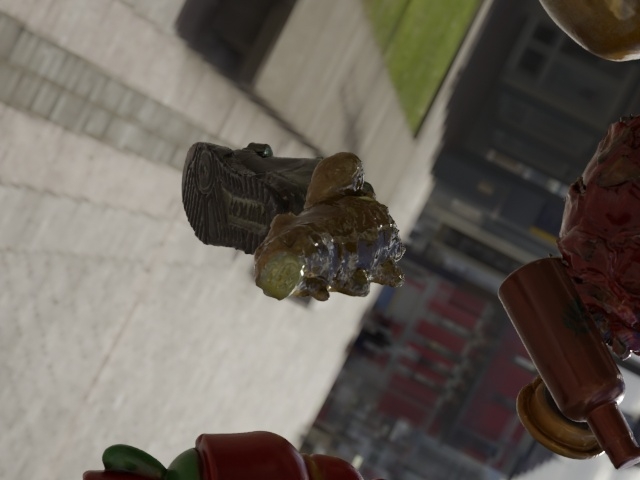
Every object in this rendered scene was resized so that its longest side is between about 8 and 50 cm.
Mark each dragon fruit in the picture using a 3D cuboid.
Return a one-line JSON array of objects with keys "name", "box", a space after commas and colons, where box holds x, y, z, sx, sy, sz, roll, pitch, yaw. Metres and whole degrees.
[{"name": "dragon fruit", "box": [0.431, -0.009, 2.039, 0.342, 0.277, 0.277, -62, 175, 6]}]

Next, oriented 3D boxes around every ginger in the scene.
[{"name": "ginger", "box": [0.010, 0.007, 1.436, 0.205, 0.081, 0.115, -50, 124, -49]}]

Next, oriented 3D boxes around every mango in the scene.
[{"name": "mango", "box": [0.347, -0.406, 2.159, 0.199, 0.384, 0.221, -36, 176, 33]}]

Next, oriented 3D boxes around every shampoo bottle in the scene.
[{"name": "shampoo bottle", "box": [0.280, 0.136, 1.781, 0.085, 0.244, 0.085, -23, 155, -11]}]

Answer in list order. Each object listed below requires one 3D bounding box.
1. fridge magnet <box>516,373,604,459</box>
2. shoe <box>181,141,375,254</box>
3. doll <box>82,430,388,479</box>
[{"name": "fridge magnet", "box": [0.338, 0.243, 2.265, 0.063, 0.143, 0.143, -64, 175, 32]}, {"name": "shoe", "box": [-0.041, -0.044, 1.781, 0.293, 0.149, 0.109, -152, -118, -62]}, {"name": "doll", "box": [-0.088, 0.295, 1.771, 0.160, 0.363, 0.182, 152, -68, -70]}]
